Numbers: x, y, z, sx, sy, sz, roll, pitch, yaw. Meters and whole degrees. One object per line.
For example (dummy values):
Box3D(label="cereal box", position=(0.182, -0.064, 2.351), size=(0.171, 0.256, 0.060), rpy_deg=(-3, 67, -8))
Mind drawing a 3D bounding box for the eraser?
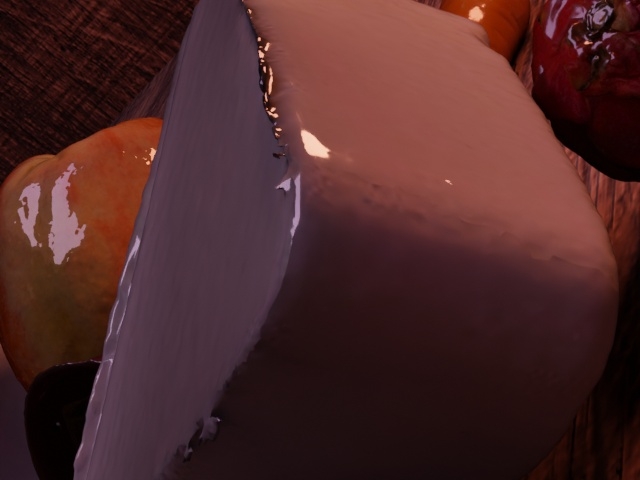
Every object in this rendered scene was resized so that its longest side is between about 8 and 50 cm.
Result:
Box3D(label="eraser", position=(0.000, 0.000, 0.788), size=(0.331, 0.150, 0.331), rpy_deg=(-166, 90, -74))

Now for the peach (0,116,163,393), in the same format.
Box3D(label="peach", position=(-0.124, 0.044, 1.220), size=(0.232, 0.256, 0.232), rpy_deg=(-20, -10, -4))

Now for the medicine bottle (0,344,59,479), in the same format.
Box3D(label="medicine bottle", position=(-0.334, 0.226, 1.309), size=(0.302, 0.241, 0.241), rpy_deg=(-44, 14, 23))

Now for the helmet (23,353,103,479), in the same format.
Box3D(label="helmet", position=(-0.093, 0.122, 1.069), size=(0.106, 0.155, 0.175), rpy_deg=(-34, 4, -41))

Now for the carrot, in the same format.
Box3D(label="carrot", position=(0.099, -0.107, 1.212), size=(0.069, 0.069, 0.336), rpy_deg=(-38, 21, 41))

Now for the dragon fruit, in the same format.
Box3D(label="dragon fruit", position=(0.165, -0.084, 0.803), size=(0.136, 0.133, 0.166), rpy_deg=(-22, 0, 7))
